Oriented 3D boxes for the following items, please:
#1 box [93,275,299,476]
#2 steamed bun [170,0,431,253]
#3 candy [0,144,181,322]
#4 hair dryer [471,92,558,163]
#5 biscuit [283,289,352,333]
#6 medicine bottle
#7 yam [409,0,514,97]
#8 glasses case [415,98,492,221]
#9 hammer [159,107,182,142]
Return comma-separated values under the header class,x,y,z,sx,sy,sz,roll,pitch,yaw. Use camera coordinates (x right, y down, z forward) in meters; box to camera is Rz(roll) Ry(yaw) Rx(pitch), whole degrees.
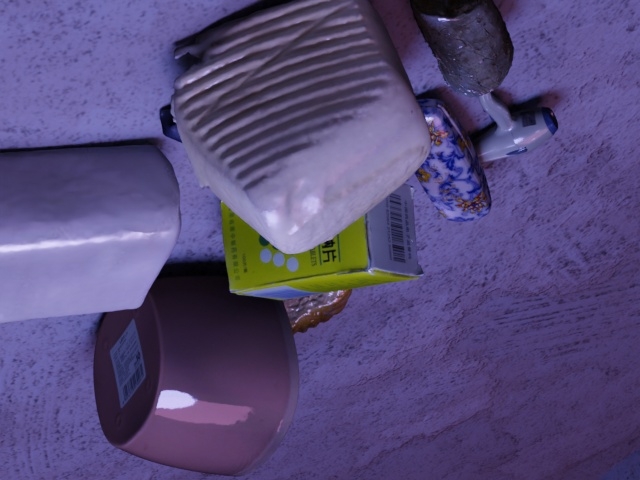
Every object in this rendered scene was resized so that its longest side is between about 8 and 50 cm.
class,x,y,z,sx,sy,sz,roll,pitch,yaw
box,-0.194,0.197,2.039,0.216,0.301,0.301,8,138,-34
steamed bun,-0.004,-0.124,1.691,0.290,0.273,0.272,-32,153,7
candy,-0.370,-0.001,1.748,0.358,0.145,0.208,-5,145,-25
hair dryer,0.224,-0.165,1.973,0.199,0.067,0.167,25,132,-38
biscuit,-0.020,0.108,2.227,0.183,0.061,0.118,-28,150,9
medicine bottle,0.000,0.000,1.890,0.250,0.137,0.141,-10,167,33
yam,0.180,-0.265,1.733,0.107,0.107,0.183,-28,148,9
glasses case,0.179,-0.111,1.969,0.087,0.065,0.248,-11,140,22
hammer,-0.092,-0.131,1.826,0.290,0.037,0.137,15,134,-46
